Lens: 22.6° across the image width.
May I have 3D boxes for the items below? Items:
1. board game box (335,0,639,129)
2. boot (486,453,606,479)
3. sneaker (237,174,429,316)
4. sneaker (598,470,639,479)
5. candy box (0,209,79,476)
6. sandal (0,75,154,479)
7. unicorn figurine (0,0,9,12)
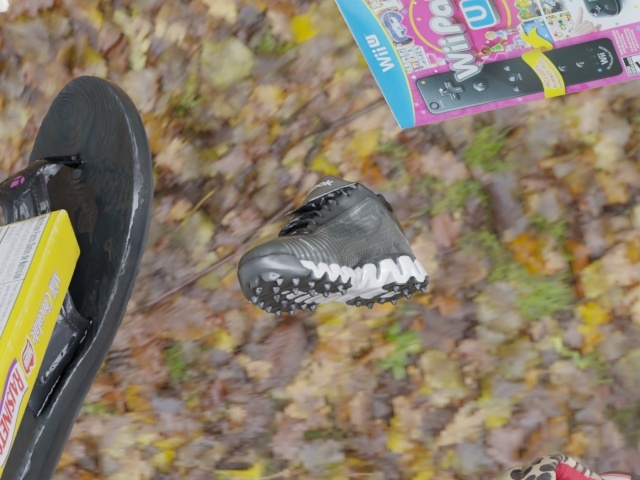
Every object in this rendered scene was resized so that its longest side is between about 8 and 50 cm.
[{"bbox_3d":[0.187,-0.249,1.646,0.224,0.303,0.097,59,32,-38],"label":"board game box"},{"bbox_3d":[0.090,0.273,1.046,0.284,0.377,0.138,-25,48,18],"label":"boot"},{"bbox_3d":[0.000,0.000,1.268,0.234,0.078,0.106,1,68,-58],"label":"sneaker"},{"bbox_3d":[0.256,0.344,1.754,0.136,0.314,0.116,-32,96,-42],"label":"sneaker"},{"bbox_3d":[-0.153,0.053,0.575,0.105,0.206,0.027,-12,115,8],"label":"candy box"},{"bbox_3d":[-0.263,0.068,1.399,0.107,0.167,0.446,16,92,-49],"label":"sandal"},{"bbox_3d":[-0.179,-0.094,0.461,0.162,0.111,0.060,45,46,-31],"label":"unicorn figurine"}]
